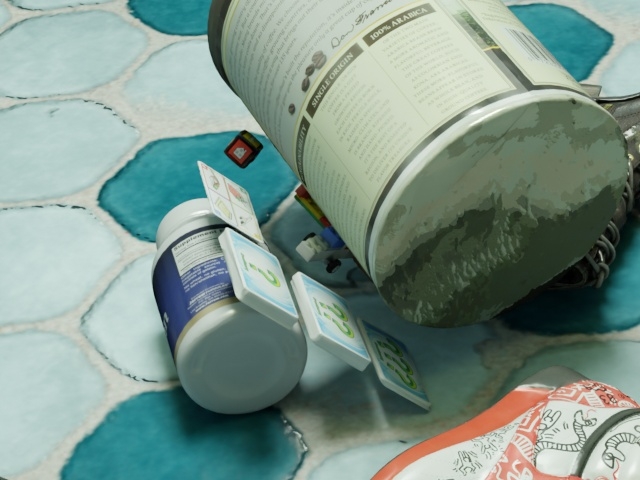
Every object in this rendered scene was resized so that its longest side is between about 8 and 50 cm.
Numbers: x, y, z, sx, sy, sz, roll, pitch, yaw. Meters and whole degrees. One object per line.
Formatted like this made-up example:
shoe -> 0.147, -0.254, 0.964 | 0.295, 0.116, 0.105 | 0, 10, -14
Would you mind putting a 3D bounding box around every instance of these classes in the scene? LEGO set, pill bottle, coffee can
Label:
LEGO set -> 0.000, 0.000, 1.312 | 0.060, 0.182, 0.244 | -48, 31, 17
pill bottle -> -0.073, 0.042, 1.316 | 0.094, 0.094, 0.169 | -12, 35, -9
coffee can -> 0.064, -0.100, 1.303 | 0.201, 0.201, 0.275 | -19, 48, -18

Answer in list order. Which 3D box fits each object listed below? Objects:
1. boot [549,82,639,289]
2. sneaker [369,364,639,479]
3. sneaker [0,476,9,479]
boot -> 0.232, -0.035, 1.398 | 0.263, 0.091, 0.229 | -1, 34, 25
sneaker -> 0.126, 0.176, 1.100 | 0.145, 0.090, 0.270 | 24, 42, 39
sneaker -> -0.139, 0.208, 1.109 | 0.267, 0.101, 0.106 | 9, -3, 39
